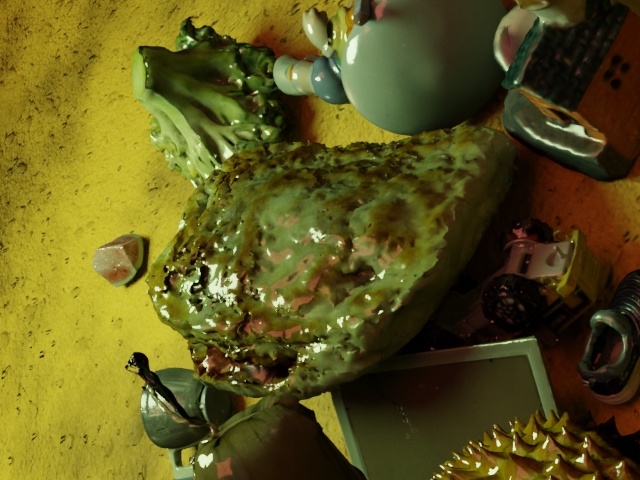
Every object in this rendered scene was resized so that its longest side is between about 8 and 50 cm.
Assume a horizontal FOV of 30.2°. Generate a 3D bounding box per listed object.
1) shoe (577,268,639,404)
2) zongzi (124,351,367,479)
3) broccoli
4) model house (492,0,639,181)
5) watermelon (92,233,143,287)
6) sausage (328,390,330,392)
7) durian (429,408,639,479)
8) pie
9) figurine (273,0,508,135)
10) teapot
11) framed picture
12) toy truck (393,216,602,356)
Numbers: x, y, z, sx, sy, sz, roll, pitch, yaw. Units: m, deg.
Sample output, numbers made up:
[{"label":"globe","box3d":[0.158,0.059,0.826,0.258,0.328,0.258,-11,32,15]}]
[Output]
[{"label":"shoe","box3d":[0.301,0.093,1.199,0.064,0.071,0.143,14,77,48]},{"label":"zongzi","box3d":[-0.010,0.311,1.078,0.181,0.447,0.418,-27,21,-2]},{"label":"broccoli","box3d":[-0.183,-0.193,1.724,0.288,0.246,0.248,29,102,55]},{"label":"model house","box3d":[0.253,-0.244,1.256,0.190,0.301,0.271,32,95,42]},{"label":"watermelon","box3d":[-0.322,0.020,1.902,0.084,0.072,0.092,-23,49,17]},{"label":"sausage","box3d":[0.032,0.128,1.490,0.039,0.041,0.131,-10,64,57]},{"label":"durian","box3d":[0.227,0.311,0.982,0.384,0.347,0.347,4,74,39]},{"label":"pie","box3d":[0.017,0.003,1.361,0.418,0.180,0.395,-13,34,27]},{"label":"figurine","box3d":[0.092,-0.230,1.545,0.382,0.225,0.205,174,91,-71]},{"label":"teapot","box3d":[-0.178,0.242,1.611,0.108,0.111,0.149,-11,57,28]},{"label":"framed picture","box3d":[0.142,0.224,1.260,0.293,0.018,0.231,-13,96,42]},{"label":"toy truck","box3d":[0.181,0.087,1.296,0.286,0.111,0.136,-39,15,40]}]
